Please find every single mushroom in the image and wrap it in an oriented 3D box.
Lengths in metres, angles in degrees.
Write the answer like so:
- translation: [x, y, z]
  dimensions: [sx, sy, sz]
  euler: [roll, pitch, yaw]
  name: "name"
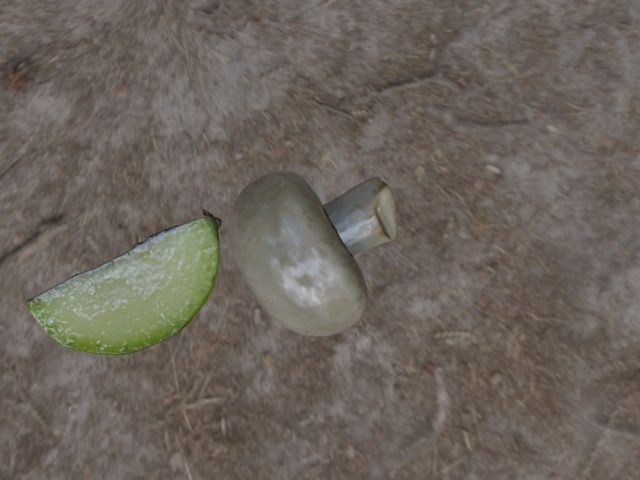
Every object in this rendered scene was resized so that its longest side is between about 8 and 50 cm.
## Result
- translation: [0.000, 0.000, 1.309]
  dimensions: [0.204, 0.204, 0.204]
  euler: [-2, 103, -8]
  name: "mushroom"

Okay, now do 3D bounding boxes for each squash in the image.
- translation: [-0.163, 0.059, 1.074]
  dimensions: [0.192, 0.184, 0.085]
  euler: [-25, 82, -6]
  name: "squash"
